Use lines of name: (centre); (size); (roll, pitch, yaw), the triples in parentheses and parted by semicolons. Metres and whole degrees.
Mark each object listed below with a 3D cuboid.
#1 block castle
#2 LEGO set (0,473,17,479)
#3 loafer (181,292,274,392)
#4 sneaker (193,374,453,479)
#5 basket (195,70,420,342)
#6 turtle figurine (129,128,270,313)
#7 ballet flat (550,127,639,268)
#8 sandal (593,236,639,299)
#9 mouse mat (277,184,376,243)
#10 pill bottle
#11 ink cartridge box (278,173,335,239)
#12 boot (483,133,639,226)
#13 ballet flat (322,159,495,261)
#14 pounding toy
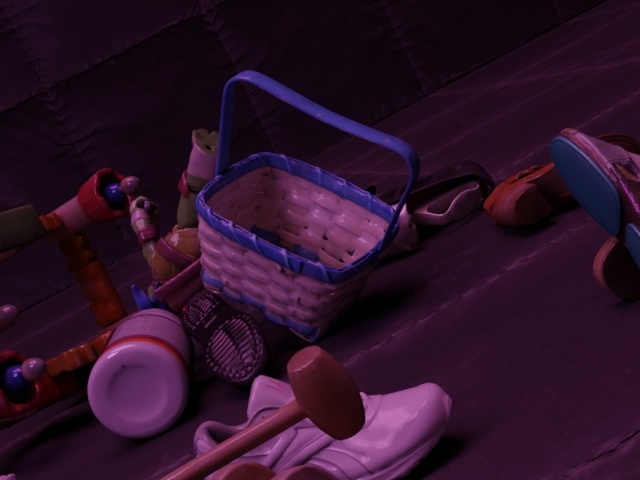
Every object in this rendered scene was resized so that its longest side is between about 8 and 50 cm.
block castle: (-0.395, 0.076, 1.627); (0.213, 0.303, 0.453); (-27, -1, 29)
LEGO set: (-0.480, 0.303, 1.464); (0.227, 0.087, 0.093); (-17, 14, 37)
loafer: (-0.103, 0.132, 1.391); (0.080, 0.078, 0.220); (-43, 29, -3)
sneaker: (-0.007, 0.157, 0.913); (0.232, 0.115, 0.090); (-24, 11, 14)
basket: (-0.028, -0.043, 1.372); (0.201, 0.255, 0.289); (-45, -21, -46)
turtle figurine: (-0.164, -0.033, 1.605); (0.275, 0.198, 0.266); (-19, -34, -55)
ballet flat: (0.285, -0.024, 0.960); (0.079, 0.077, 0.221); (-22, 50, -8)
sandal: (0.350, -0.032, 1.043); (0.240, 0.088, 0.079); (-34, 10, -3)
mouse mat: (0.008, -0.008, 1.765); (0.190, 0.007, 0.152); (-29, -25, -15)
pill bottle: (-0.222, 0.161, 1.418); (0.121, 0.121, 0.221); (-27, 10, 2)
ink cartridge box: (0.000, 0.000, 1.676); (0.104, 0.181, 0.061); (-30, 54, -20)
boot: (0.306, -0.082, 1.445); (0.197, 0.073, 0.152); (-25, 6, -5)
ballet flat: (0.134, -0.039, 1.615); (0.280, 0.095, 0.096); (-30, 26, -15)
pounding toy: (-0.028, 0.211, 0.665); (0.155, 0.154, 0.269); (-13, 37, 54)
